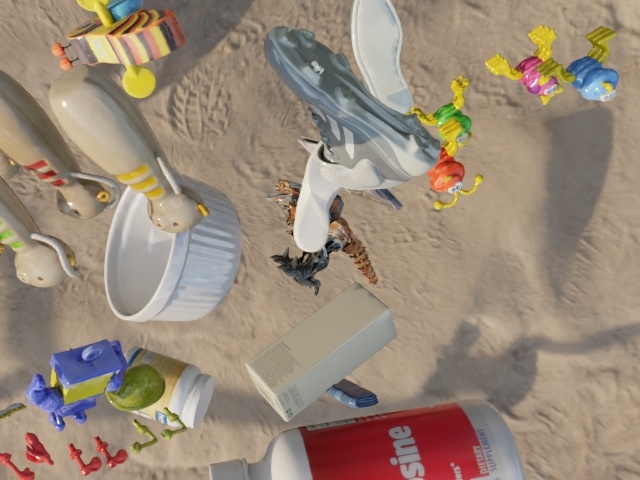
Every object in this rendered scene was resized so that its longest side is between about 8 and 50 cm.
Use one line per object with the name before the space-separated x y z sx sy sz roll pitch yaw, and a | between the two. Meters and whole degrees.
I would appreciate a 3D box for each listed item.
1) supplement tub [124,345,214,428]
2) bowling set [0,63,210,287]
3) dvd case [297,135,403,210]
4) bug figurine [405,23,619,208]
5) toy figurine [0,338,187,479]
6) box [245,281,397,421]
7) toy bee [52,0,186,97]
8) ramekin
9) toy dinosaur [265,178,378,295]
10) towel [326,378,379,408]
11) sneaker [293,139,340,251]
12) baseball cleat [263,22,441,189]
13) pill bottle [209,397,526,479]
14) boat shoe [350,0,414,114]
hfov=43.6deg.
supplement tub | -0.353 0.332 1.796 0.200 0.144 0.144 17 90 8
bowling set | -0.254 -0.020 0.612 0.199 0.287 0.154 -57 138 -23
dvd case | 0.054 -0.133 1.553 0.018 0.221 0.164 -49 116 -6
bug figurine | 0.218 -0.155 0.953 0.279 0.216 0.072 -31 114 14
toy figurine | -0.385 0.264 1.411 0.363 0.191 0.217 -12 139 -42
box | 0.004 0.206 1.515 0.275 0.113 0.094 -34 134 -16
toy bee | -0.338 -0.316 1.296 0.162 0.298 0.195 -37 104 -17
ramekin | -0.193 0.011 1.058 0.109 0.207 0.207 14 90 -37
toy dinosaur | 0.000 0.000 1.854 0.322 0.164 0.218 38 89 8
towel | 0.056 0.311 1.623 0.067 0.119 0.029 -3 102 -37
sneaker | -0.005 -0.089 1.371 0.080 0.094 0.212 19 92 -15
baseball cleat | 0.013 -0.103 0.720 0.206 0.109 0.072 34 42 -27
pill bottle | 0.059 0.361 1.109 0.408 0.229 0.228 -8 94 -9
boat shoe | 0.119 -0.391 1.732 0.116 0.099 0.319 -26 121 -12
